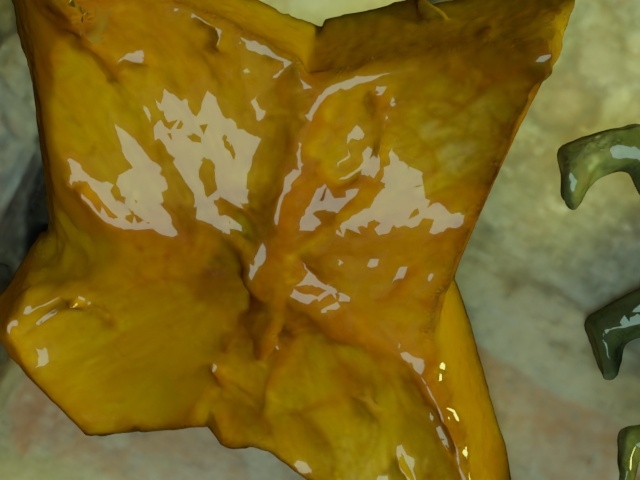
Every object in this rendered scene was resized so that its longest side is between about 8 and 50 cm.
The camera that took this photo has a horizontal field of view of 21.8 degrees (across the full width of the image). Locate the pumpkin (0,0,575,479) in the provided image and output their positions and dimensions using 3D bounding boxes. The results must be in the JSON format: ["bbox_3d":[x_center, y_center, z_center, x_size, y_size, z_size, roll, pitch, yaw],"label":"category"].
[{"bbox_3d":[-0.022,0.014,0.747,0.258,0.095,0.290,8,108,3],"label":"pumpkin"}]

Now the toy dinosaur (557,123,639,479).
[{"bbox_3d":[0.205,0.053,0.748,0.162,0.077,0.294,-11,97,8],"label":"toy dinosaur"}]
